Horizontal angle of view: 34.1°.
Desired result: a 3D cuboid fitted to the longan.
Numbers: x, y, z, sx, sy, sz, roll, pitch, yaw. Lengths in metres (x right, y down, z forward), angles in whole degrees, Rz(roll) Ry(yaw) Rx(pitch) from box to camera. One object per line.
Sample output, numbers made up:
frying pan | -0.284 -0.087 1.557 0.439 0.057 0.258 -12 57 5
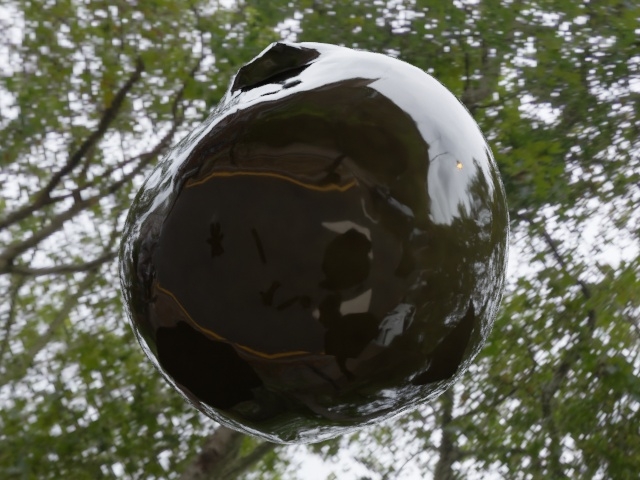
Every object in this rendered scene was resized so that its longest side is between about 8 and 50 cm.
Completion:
longan | 0.000 0.000 0.816 0.318 0.319 0.319 6 -78 27
